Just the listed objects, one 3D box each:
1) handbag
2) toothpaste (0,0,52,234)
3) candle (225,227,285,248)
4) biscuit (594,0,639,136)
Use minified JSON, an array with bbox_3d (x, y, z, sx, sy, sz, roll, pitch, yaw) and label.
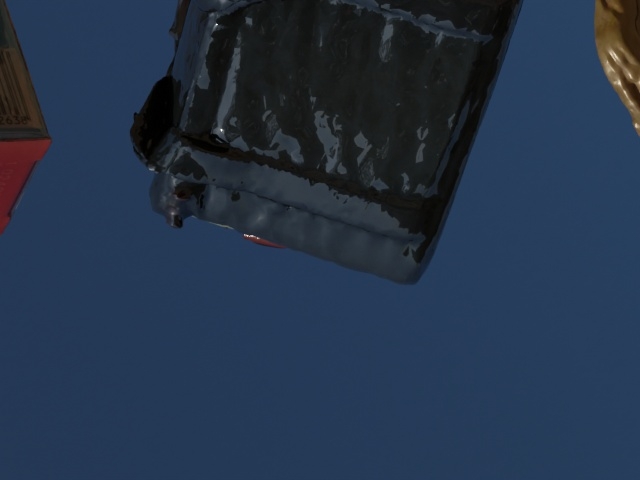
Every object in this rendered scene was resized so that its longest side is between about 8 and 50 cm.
[{"bbox_3d":[0.007,-0.117,0.973,0.181,0.254,0.181,17,-146,-2],"label":"handbag"},{"bbox_3d":[-0.135,-0.087,0.539,0.044,0.070,0.193,-3,-122,-32],"label":"toothpaste"},{"bbox_3d":[0.000,0.001,1.306,0.021,0.167,0.026,-26,-56,-55],"label":"candle"},{"bbox_3d":[0.309,-0.166,1.474,0.269,0.051,0.376,-48,-64,-47],"label":"biscuit"}]
